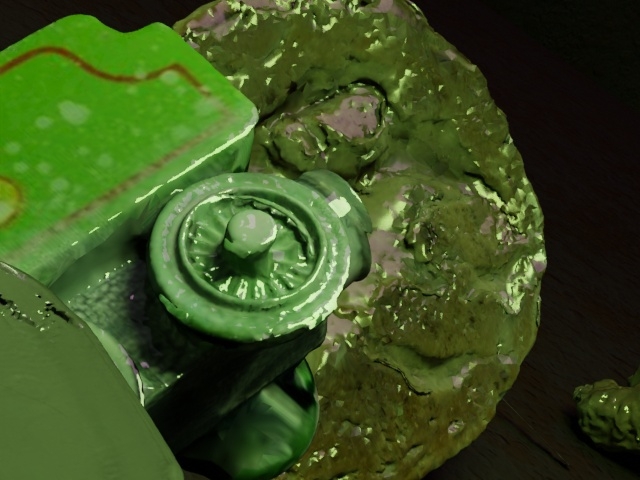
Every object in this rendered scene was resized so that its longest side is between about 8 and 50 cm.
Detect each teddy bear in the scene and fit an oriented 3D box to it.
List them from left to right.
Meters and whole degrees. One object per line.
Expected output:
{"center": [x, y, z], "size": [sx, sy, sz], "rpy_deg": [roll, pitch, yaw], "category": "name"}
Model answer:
{"center": [0.390, 0.172, 1.563], "size": [0.267, 0.156, 0.256], "rpy_deg": [38, 17, 27], "category": "teddy bear"}

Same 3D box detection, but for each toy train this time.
{"center": [-0.135, 0.036, 0.873], "size": [0.307, 0.173, 0.249], "rpy_deg": [-35, 66, -26], "category": "toy train"}

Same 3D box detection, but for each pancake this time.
{"center": [0.000, -0.001, 1.212], "size": [0.387, 0.082, 0.386], "rpy_deg": [10, 70, -28], "category": "pancake"}

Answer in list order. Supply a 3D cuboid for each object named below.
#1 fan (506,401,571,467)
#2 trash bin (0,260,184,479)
{"center": [0.104, 0.079, 1.502], "size": [0.329, 0.009, 0.191], "rpy_deg": [45, 0, 19], "category": "fan"}
{"center": [-0.173, 0.143, 0.552], "size": [0.219, 0.250, 0.220], "rpy_deg": [8, 28, -39], "category": "trash bin"}
